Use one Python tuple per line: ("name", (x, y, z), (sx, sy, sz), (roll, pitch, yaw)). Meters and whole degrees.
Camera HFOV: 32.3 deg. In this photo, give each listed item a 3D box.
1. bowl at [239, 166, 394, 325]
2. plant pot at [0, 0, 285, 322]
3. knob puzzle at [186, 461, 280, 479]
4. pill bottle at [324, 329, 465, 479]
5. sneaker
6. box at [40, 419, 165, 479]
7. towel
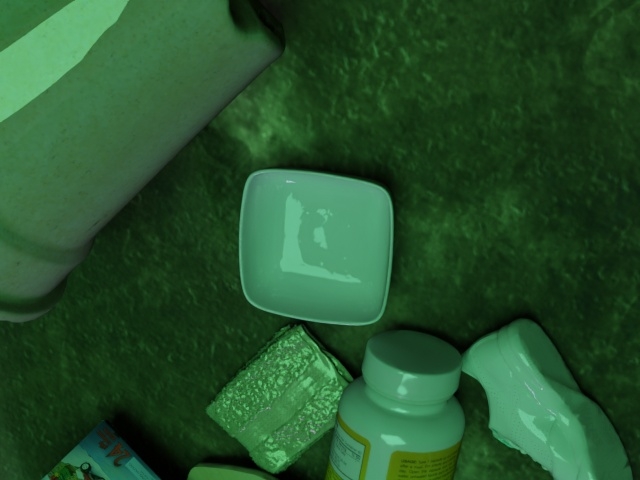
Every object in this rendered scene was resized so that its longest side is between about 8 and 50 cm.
("bowl", (0.000, 0.000, 1.002), (0.142, 0.053, 0.142), (8, 110, 12))
("plant pot", (-0.209, -0.155, 0.890), (0.305, 0.334, 0.334), (-35, 97, 11))
("knob puzzle", (-0.065, 0.303, 1.133), (0.213, 0.030, 0.213), (10, 115, 23))
("pill bottle", (0.067, 0.193, 1.014), (0.118, 0.117, 0.208), (13, 111, 11))
("sneaker", (0.203, 0.175, 1.002), (0.094, 0.080, 0.212), (-31, 91, 35))
("box", (-0.193, 0.317, 1.101), (0.233, 0.044, 0.159), (45, 79, 5))
("towel", (-0.036, 0.157, 1.080), (0.110, 0.027, 0.148), (46, 114, -2))
